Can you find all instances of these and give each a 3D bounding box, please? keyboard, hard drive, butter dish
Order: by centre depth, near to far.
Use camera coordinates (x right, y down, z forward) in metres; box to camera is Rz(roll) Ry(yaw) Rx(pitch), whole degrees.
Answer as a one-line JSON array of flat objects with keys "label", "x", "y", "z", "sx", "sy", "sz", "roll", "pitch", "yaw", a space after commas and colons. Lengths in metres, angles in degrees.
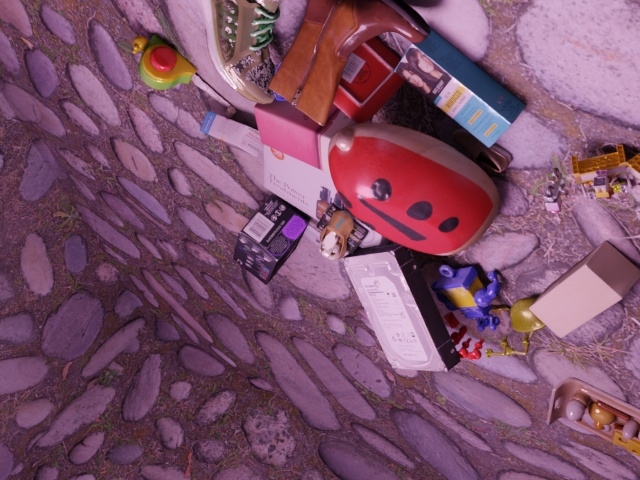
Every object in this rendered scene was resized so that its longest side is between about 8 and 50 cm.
[{"label": "butter dish", "x": 0.077, "y": -0.337, "z": 1.676, "sx": 0.160, "sy": 0.160, "sz": 0.118, "roll": 42, "pitch": 178, "yaw": -2}, {"label": "hard drive", "x": 0.201, "y": 0.174, "z": 2.059, "sx": 0.237, "sy": 0.064, "sz": 0.339, "roll": -9, "pitch": 108, "yaw": 58}, {"label": "keyboard", "x": 0.000, "y": 0.000, "z": 2.428, "sx": 0.256, "sy": 0.014, "sz": 0.072, "roll": 36, "pitch": 159, "yaw": 10}]

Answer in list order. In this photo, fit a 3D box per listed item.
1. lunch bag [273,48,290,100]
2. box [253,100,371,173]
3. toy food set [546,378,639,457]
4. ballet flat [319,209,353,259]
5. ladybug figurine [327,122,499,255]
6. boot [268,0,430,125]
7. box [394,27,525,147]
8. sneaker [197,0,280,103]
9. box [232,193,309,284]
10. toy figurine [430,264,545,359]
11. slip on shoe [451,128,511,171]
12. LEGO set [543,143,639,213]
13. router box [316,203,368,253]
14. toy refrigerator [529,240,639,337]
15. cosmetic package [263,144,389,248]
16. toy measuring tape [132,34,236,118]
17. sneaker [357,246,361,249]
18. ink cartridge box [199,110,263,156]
[{"label": "lunch bag", "x": -0.036, "y": -0.375, "z": 1.753, "sx": 0.096, "sy": 0.129, "sz": 0.151, "roll": 44, "pitch": 153, "yaw": -7}, {"label": "box", "x": -0.015, "y": -0.271, "z": 1.864, "sx": 0.232, "sy": 0.148, "sz": 0.127, "roll": 26, "pitch": 150, "yaw": 25}, {"label": "toy food set", "x": 0.753, "y": 0.503, "z": 2.127, "sx": 0.306, "sy": 0.092, "sz": 0.220, "roll": 26, "pitch": 150, "yaw": 27}, {"label": "ballet flat", "x": 0.027, "y": 0.003, "z": 2.021, "sx": 0.080, "sy": 0.073, "sz": 0.232, "roll": 31, "pitch": 153, "yaw": 10}, {"label": "ladybug figurine", "x": 0.190, "y": -0.095, "z": 1.707, "sx": 0.449, "sy": 0.162, "sz": 0.305, "roll": 28, "pitch": 154, "yaw": -33}, {"label": "boot", "x": 0.048, "y": -0.349, "z": 1.539, "sx": 0.264, "sy": 0.096, "sz": 0.280, "roll": 32, "pitch": 111, "yaw": 16}, {"label": "box", "x": 0.267, "y": -0.295, "z": 1.556, "sx": 0.244, "sy": 0.060, "sz": 0.100, "roll": 39, "pitch": 154, "yaw": 2}, {"label": "sneaker", "x": -0.147, "y": -0.477, "z": 1.702, "sx": 0.182, "sy": 0.158, "sz": 0.410, "roll": -1, "pitch": 126, "yaw": 31}, {"label": "box", "x": -0.155, "y": 0.001, "z": 2.433, "sx": 0.143, "sy": 0.165, "sz": 0.270, "roll": 38, "pitch": 159, "yaw": 3}, {"label": "toy figurine", "x": 0.369, "y": 0.154, "z": 1.996, "sx": 0.217, "sy": 0.191, "sz": 0.362, "roll": 53, "pitch": 151, "yaw": -14}, {"label": "slip on shoe", "x": 0.328, "y": -0.185, "z": 1.668, "sx": 0.135, "sy": 0.041, "sz": 0.051, "roll": 33, "pitch": 153, "yaw": 13}, {"label": "LEGO set", "x": 0.556, "y": -0.087, "z": 1.444, "sx": 0.287, "sy": 0.132, "sz": 0.107, "roll": 9, "pitch": 149, "yaw": 37}, {"label": "router box", "x": 0.055, "y": -0.030, "z": 2.063, "sx": 0.122, "sy": 0.038, "sz": 0.092, "roll": 37, "pitch": 154, "yaw": 2}, {"label": "toy refrigerator", "x": 0.573, "y": 0.110, "z": 1.756, "sx": 0.102, "sy": 0.094, "sz": 0.269, "roll": 43, "pitch": 154, "yaw": 9}, {"label": "cosmetic package", "x": 0.028, "y": -0.151, "z": 2.060, "sx": 0.377, "sy": 0.097, "sz": 0.284, "roll": 32, "pitch": 151, "yaw": 15}, {"label": "toy measuring tape", "x": -0.382, "y": -0.420, "z": 2.155, "sx": 0.330, "sy": 0.121, "sz": 0.121, "roll": 42, "pitch": 154, "yaw": -4}, {"label": "sneaker", "x": 0.129, "y": 0.033, "z": 2.229, "sx": 0.211, "sy": 0.080, "sz": 0.081, "roll": 38, "pitch": 151, "yaw": 7}, {"label": "ink cartridge box", "x": -0.223, "y": -0.282, "z": 2.176, "sx": 0.181, "sy": 0.062, "sz": 0.104, "roll": 24, "pitch": 180, "yaw": 29}]
